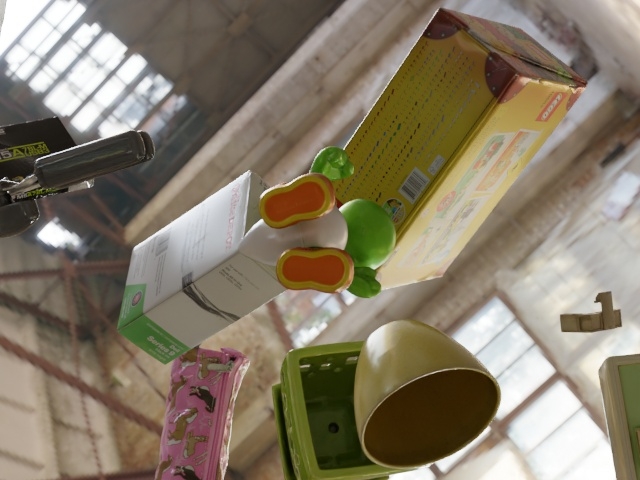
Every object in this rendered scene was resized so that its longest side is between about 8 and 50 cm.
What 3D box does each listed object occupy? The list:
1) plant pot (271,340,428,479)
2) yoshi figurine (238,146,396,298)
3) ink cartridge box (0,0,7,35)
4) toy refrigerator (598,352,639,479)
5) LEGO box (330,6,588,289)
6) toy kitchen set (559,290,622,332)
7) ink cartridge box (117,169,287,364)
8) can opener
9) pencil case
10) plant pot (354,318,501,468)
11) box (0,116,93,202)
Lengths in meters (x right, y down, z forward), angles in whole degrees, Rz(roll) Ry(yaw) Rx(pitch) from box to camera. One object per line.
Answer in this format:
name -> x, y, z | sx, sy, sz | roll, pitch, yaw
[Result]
plant pot -> 0.039, 0.313, 1.914 | 0.228, 0.207, 0.227 | -3, -112, -20
yoshi figurine -> 0.025, -0.013, 1.604 | 0.203, 0.204, 0.362 | 35, -177, 4
ink cartridge box -> -0.564, -0.348, 1.744 | 0.045, 0.179, 0.145 | 46, -127, 7
toy refrigerator -> 0.409, 0.272, 1.325 | 0.094, 0.102, 0.270 | 71, -166, -72
LEGO box -> 0.224, -0.157, 2.064 | 0.193, 0.500, 0.372 | 44, -157, 21
toy kitchen set -> 0.487, 0.127, 1.996 | 0.083, 0.068, 0.075 | -5, 180, -35
ink cartridge box -> -0.189, 0.046, 1.861 | 0.121, 0.289, 0.211 | 42, -149, -30
can opener -> -0.370, -0.077, 1.598 | 0.076, 0.283, 0.095 | -15, -91, -77
pencil case -> -0.242, 0.396, 2.177 | 0.167, 0.160, 0.386 | 74, -158, -63
plant pot -> 0.085, 0.129, 1.014 | 0.134, 0.134, 0.095 | 36, -160, -41
box -> -0.554, -0.153, 2.106 | 0.190, 0.045, 0.184 | -15, -128, -30
